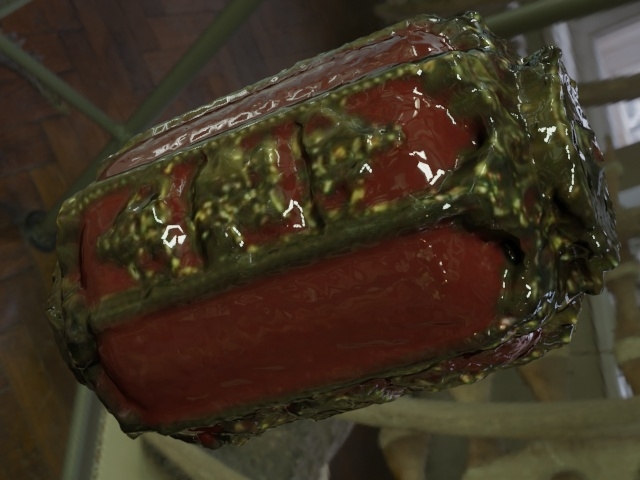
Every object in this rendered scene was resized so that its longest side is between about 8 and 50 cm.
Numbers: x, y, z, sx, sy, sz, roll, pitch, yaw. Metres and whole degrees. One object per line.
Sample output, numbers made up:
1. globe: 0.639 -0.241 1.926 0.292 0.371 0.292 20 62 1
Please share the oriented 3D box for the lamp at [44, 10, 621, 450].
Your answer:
1. lamp: 0.000 0.000 0.458 0.177 0.274 0.177 47 32 -42
